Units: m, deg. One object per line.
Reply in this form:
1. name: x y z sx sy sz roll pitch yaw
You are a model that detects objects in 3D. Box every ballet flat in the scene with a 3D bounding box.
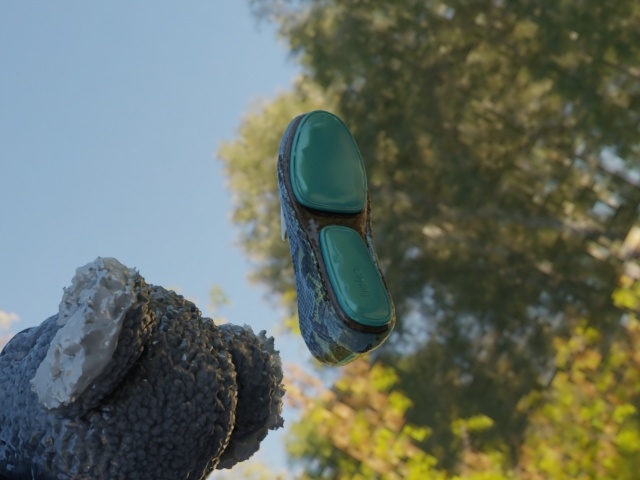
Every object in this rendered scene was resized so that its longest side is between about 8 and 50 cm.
1. ballet flat: 0.000 0.000 0.983 0.070 0.070 0.188 103 164 -48

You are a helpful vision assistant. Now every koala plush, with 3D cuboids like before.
1. koala plush: -0.118 0.115 0.732 0.221 0.203 0.196 -51 -34 -1
